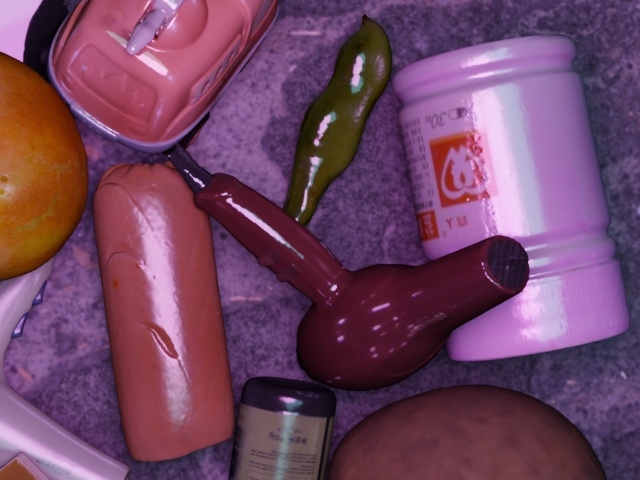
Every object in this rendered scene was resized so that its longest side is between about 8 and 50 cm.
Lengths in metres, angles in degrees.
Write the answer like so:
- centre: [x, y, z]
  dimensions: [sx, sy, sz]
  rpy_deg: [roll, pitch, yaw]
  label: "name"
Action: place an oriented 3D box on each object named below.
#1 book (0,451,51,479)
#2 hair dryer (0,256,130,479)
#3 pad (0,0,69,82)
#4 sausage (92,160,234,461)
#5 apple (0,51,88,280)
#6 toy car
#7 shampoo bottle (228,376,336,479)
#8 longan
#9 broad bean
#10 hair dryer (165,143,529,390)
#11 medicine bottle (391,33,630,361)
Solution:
- centre: [-0.272, 0.372, 1.327]
  dimensions: [0.208, 0.020, 0.295]
  rpy_deg: [-38, 104, 12]
  label: "book"
- centre: [-0.285, 0.144, 1.348]
  dimensions: [0.298, 0.119, 0.296]
  rpy_deg: [-42, 84, -16]
  label: "hair dryer"
- centre: [-0.362, -0.171, 1.384]
  dimensions: [0.243, 0.004, 0.163]
  rpy_deg: [-28, 108, -13]
  label: "pad"
- centre: [-0.162, 0.069, 1.373]
  dimensions: [0.121, 0.121, 0.304]
  rpy_deg: [-7, 88, -11]
  label: "sausage"
- centre: [-0.336, -0.072, 1.287]
  dimensions: [0.207, 0.237, 0.237]
  rpy_deg: [27, 80, -48]
  label: "apple"
- centre: [-0.147, -0.229, 1.333]
  dimensions: [0.180, 0.212, 0.270]
  rpy_deg: [36, 63, -6]
  label: "toy car"
- centre: [-0.052, 0.288, 1.386]
  dimensions: [0.101, 0.101, 0.283]
  rpy_deg: [8, 92, -10]
  label: "shampoo bottle"
- centre: [0.143, 0.287, 1.345]
  dimensions: [0.297, 0.297, 0.297]
  rpy_deg: [1, 86, -10]
  label: "longan"
- centre: [0.016, -0.092, 1.453]
  dimensions: [0.098, 0.056, 0.318]
  rpy_deg: [10, 92, -25]
  label: "broad bean"
- centre: [0.000, 0.000, 1.309]
  dimensions: [0.340, 0.312, 0.123]
  rpy_deg: [40, 52, -9]
  label: "hair dryer"
- centre: [0.199, -0.043, 1.405]
  dimensions: [0.202, 0.202, 0.315]
  rpy_deg: [-10, 88, -11]
  label: "medicine bottle"
